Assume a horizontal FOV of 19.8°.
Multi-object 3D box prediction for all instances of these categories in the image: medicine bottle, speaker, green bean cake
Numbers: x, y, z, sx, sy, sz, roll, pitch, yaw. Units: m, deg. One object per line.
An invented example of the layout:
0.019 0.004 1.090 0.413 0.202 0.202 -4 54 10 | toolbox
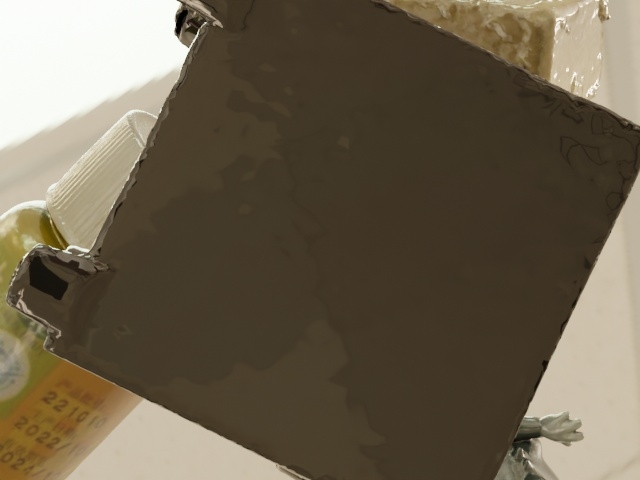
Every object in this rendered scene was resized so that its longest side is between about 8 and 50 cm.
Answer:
-0.245 0.072 1.771 0.384 0.224 0.224 -45 -46 11 | medicine bottle
0.000 0.000 0.946 0.254 0.184 0.232 26 -93 -1 | speaker
0.096 -0.136 1.242 0.109 0.179 0.085 -29 -55 -57 | green bean cake

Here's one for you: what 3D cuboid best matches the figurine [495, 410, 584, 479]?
0.172 0.217 1.867 0.193 0.140 0.265 -22 -61 38 | figurine
